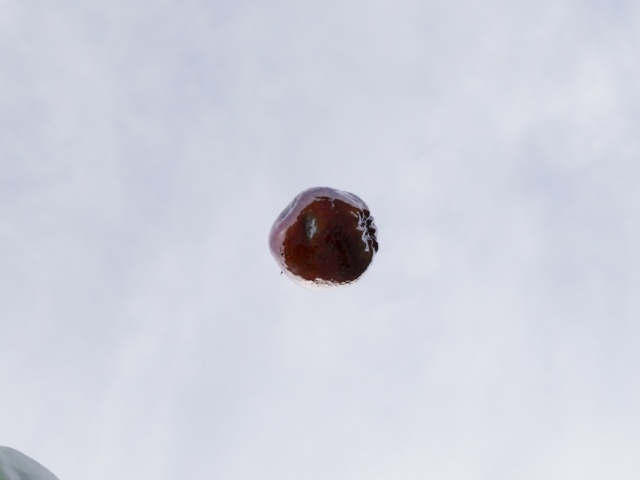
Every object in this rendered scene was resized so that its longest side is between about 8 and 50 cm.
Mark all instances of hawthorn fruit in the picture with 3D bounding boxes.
[{"bbox_3d":[0.000,0.000,0.969,0.093,0.093,0.093,-7,-74,-25],"label":"hawthorn fruit"}]

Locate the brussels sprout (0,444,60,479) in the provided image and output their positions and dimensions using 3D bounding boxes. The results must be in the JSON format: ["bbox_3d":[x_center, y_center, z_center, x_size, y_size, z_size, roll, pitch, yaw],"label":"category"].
[{"bbox_3d":[-0.233,0.304,0.871,0.247,0.328,0.328,-12,-70,3],"label":"brussels sprout"}]
